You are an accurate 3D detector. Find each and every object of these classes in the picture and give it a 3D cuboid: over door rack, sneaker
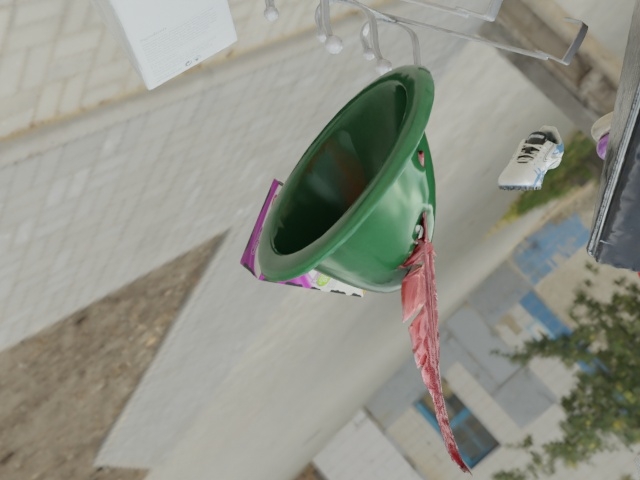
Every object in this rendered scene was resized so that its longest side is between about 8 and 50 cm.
[{"bbox_3d":[0.121,-0.251,1.164,0.239,0.324,0.108,6,94,-54],"label":"over door rack"},{"bbox_3d":[0.384,-0.149,1.764,0.237,0.085,0.086,-39,126,-53],"label":"sneaker"}]

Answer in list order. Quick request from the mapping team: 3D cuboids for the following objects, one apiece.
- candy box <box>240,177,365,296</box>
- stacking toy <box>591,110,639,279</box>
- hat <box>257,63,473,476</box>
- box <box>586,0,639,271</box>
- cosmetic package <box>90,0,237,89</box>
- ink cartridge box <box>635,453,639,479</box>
[{"bbox_3d":[0.000,0.000,1.608,0.233,0.071,0.159,11,108,-40],"label":"candy box"},{"bbox_3d":[0.587,-0.069,1.715,0.141,0.330,0.141,-8,167,-2],"label":"stacking toy"},{"bbox_3d":[0.072,0.009,0.697,0.208,0.183,0.173,-54,-160,2],"label":"hat"},{"bbox_3d":[0.501,-0.262,1.039,0.471,0.297,0.480,86,21,-57],"label":"box"},{"bbox_3d":[-0.221,-0.342,1.124,0.138,0.224,0.224,-32,161,-7],"label":"cosmetic package"},{"bbox_3d":[0.431,0.314,1.146,0.052,0.122,0.088,-28,-151,-12],"label":"ink cartridge box"}]
